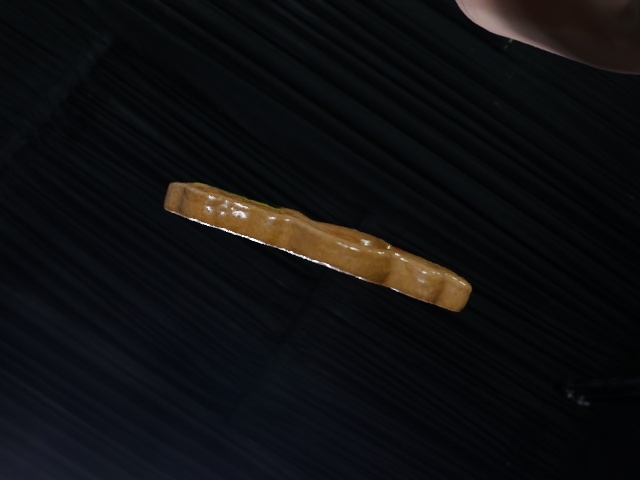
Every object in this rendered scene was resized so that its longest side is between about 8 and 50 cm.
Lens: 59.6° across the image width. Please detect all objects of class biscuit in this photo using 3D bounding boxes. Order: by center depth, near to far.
[{"bbox_3d":[0.000,0.000,0.610,0.202,0.334,0.047,13,97,-83],"label":"biscuit"}]

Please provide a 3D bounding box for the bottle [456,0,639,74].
[{"bbox_3d":[0.254,-0.218,0.429,0.297,0.206,0.173,55,-49,53],"label":"bottle"}]
